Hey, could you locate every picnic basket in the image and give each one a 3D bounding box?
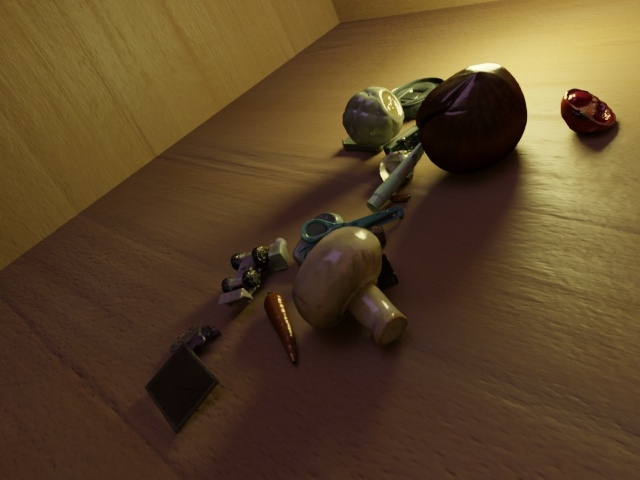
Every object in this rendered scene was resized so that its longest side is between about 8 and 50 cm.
[{"bbox_3d":[0.172,-0.012,1.847,0.083,0.072,0.072,-15,34,8],"label":"picnic basket"}]

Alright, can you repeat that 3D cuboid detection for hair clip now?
[{"bbox_3d":[-0.415,0.325,1.796,0.187,0.056,0.146,-29,26,0],"label":"hair clip"}]

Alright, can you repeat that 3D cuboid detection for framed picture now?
[{"bbox_3d":[-0.413,0.425,1.640,0.184,0.016,0.250,-51,40,-11],"label":"framed picture"}]

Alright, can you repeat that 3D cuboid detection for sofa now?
[{"bbox_3d":[0.193,0.095,1.710,0.060,0.039,0.118,-23,32,3],"label":"sofa"}]

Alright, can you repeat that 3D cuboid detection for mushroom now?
[{"bbox_3d":[0.053,0.124,1.541,0.315,0.315,0.356,-20,33,9],"label":"mushroom"}]

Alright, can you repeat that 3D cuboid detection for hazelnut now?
[{"bbox_3d":[0.523,-0.436,1.954,0.409,0.359,0.359,-37,33,-28],"label":"hazelnut"}]

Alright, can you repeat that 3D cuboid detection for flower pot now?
[{"bbox_3d":[0.215,-0.496,2.235,0.195,0.246,0.246,-31,24,39],"label":"flower pot"}]

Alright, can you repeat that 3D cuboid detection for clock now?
[{"bbox_3d":[0.436,-0.656,2.575,0.313,0.061,0.312,-18,34,12],"label":"clock"}]

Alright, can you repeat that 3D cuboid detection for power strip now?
[{"bbox_3d":[0.213,-0.454,2.448,0.216,0.061,0.145,11,49,42],"label":"power strip"}]

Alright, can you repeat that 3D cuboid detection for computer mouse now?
[{"bbox_3d":[0.000,0.000,1.948,0.128,0.079,0.231,21,69,39],"label":"computer mouse"}]

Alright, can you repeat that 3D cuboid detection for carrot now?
[{"bbox_3d":[-0.116,0.251,1.685,0.069,0.069,0.336,-28,35,-2],"label":"carrot"}]

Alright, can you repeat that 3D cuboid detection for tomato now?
[{"bbox_3d":[0.904,-0.430,1.912,0.173,0.099,0.189,-32,70,-37],"label":"tomato"}]

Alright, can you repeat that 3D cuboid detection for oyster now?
[{"bbox_3d":[0.309,-0.280,2.136,0.191,0.081,0.163,-30,59,-1],"label":"oyster"}]

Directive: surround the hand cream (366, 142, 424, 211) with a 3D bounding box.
[{"bbox_3d":[0.282,-0.238,2.036,0.058,0.085,0.331,30,69,26],"label":"hand cream"}]

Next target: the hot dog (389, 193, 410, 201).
[{"bbox_3d":[0.289,-0.153,2.009,0.083,0.021,0.037,-1,30,36],"label":"hot dog"}]

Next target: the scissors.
[{"bbox_3d":[0.108,-0.031,1.886,0.393,0.180,0.032,-21,-13,-9],"label":"scissors"}]

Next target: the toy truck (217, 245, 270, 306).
[{"bbox_3d":[-0.251,0.128,1.905,0.136,0.111,0.285,-19,34,30],"label":"toy truck"}]

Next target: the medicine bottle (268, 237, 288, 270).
[{"bbox_3d":[-0.148,0.044,1.984,0.055,0.074,0.118,-19,33,12],"label":"medicine bottle"}]

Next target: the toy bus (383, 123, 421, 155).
[{"bbox_3d":[0.373,-0.408,2.254,0.262,0.091,0.109,-34,23,-14],"label":"toy bus"}]
